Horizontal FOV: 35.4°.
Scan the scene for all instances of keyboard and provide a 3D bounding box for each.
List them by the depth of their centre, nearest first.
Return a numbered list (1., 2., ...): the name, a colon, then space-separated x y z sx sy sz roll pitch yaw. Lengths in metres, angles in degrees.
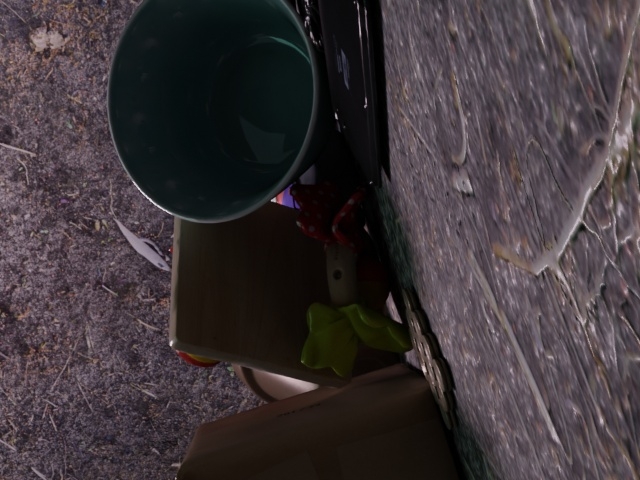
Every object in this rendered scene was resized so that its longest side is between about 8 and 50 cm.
1. keyboard: 0.021 -0.204 1.000 0.317 0.033 0.202 81 165 -62

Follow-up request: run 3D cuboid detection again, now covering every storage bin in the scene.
1. storage bin: 0.006 -0.086 1.403 0.091 0.098 0.135 92 164 -47

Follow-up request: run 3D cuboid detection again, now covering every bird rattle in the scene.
1. bird rattle: 0.034 0.048 1.312 0.207 0.143 0.254 32 -139 -69

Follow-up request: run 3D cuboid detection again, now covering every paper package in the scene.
1. paper package: -0.002 0.292 1.305 0.309 0.324 0.168 164 89 -86

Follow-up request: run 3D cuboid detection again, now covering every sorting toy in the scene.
1. sorting toy: -0.094 0.069 1.358 0.089 0.255 0.257 -42 40 44

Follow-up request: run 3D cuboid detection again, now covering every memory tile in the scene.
1. memory tile: 0.123 0.132 1.131 0.148 0.012 0.113 -111 5 -45

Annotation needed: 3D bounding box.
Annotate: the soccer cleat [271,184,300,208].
1. soccer cleat: 0.000 0.000 1.745 0.116 0.108 0.318 -20 87 43

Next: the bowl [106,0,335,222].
1. bowl: -0.101 -0.179 1.286 0.163 0.311 0.312 -5 -103 -61

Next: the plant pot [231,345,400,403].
1. plant pot: 0.012 0.179 1.603 0.229 0.263 0.263 34 145 55

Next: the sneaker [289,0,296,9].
1. sneaker: -0.055 -0.261 1.421 0.321 0.124 0.180 63 179 -35
